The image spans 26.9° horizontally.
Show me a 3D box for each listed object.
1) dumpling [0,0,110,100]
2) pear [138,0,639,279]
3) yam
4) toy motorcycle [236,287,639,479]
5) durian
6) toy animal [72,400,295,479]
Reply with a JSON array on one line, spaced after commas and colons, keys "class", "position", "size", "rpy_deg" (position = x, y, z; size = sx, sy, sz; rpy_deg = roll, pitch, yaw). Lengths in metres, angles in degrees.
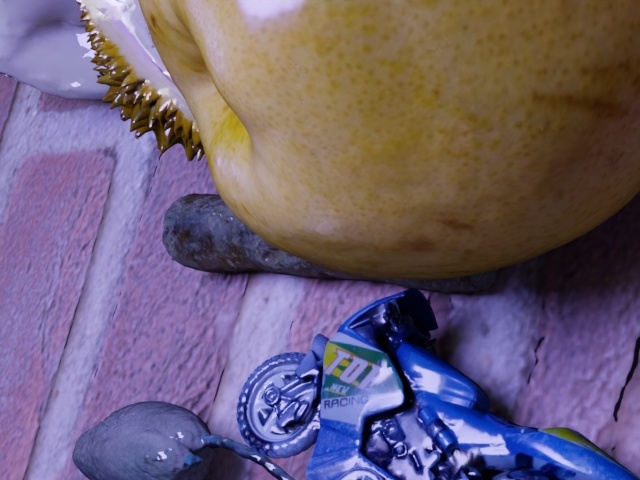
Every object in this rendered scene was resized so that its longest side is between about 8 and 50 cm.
[{"class": "dumpling", "position": [-0.239, -0.304, 1.073], "size": [0.316, 0.395, 0.233], "rpy_deg": [-3, 27, -1]}, {"class": "pear", "position": [0.064, -0.129, 0.715], "size": [0.314, 0.314, 0.314], "rpy_deg": [-22, 55, 35]}, {"class": "yam", "position": [0.000, 0.000, 0.894], "size": [0.274, 0.061, 0.061], "rpy_deg": [5, 72, 44]}, {"class": "toy motorcycle", "position": [0.061, 0.109, 0.756], "size": [0.254, 0.092, 0.135], "rpy_deg": [30, 82, 39]}, {"class": "durian", "position": [-0.040, -0.123, 0.947], "size": [0.250, 0.138, 0.183], "rpy_deg": [19, 46, 35]}, {"class": "toy animal", "position": [-0.078, 0.146, 0.873], "size": [0.253, 0.079, 0.070], "rpy_deg": [2, 69, 44]}]
